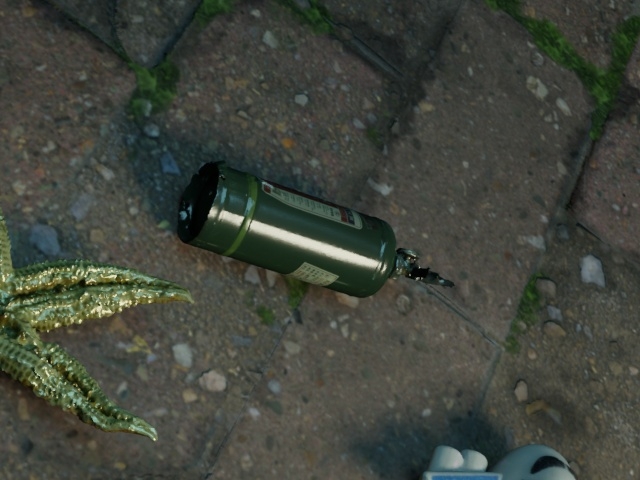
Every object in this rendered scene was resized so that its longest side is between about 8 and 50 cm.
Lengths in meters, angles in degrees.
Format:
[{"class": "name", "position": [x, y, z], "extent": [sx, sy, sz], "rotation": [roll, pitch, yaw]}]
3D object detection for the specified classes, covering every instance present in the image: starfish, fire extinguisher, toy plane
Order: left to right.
[{"class": "starfish", "position": [-0.297, 0.071, 1.480], "extent": [0.358, 0.078, 0.347], "rotation": [50, 45, 3]}, {"class": "fire extinguisher", "position": [0.000, 0.000, 1.734], "extent": [0.294, 0.118, 0.093], "rotation": [18, 87, -25]}, {"class": "toy plane", "position": [0.199, 0.311, 1.648], "extent": [0.267, 0.122, 0.267], "rotation": [21, 48, -25]}]
